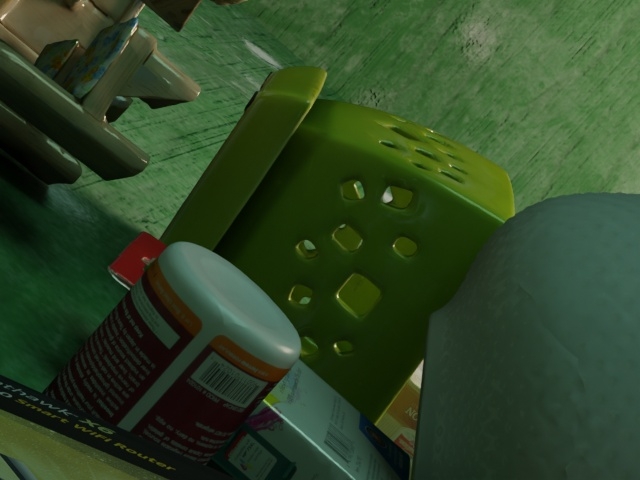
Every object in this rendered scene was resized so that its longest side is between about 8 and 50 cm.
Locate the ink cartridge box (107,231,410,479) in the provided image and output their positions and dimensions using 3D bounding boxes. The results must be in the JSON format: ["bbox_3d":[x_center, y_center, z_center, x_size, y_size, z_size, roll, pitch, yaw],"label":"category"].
[{"bbox_3d":[-0.054,0.105,1.103,0.231,0.078,0.134,41,10,-4],"label":"ink cartridge box"}]

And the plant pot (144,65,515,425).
[{"bbox_3d":[0.000,0.000,1.349,0.207,0.227,0.228,34,12,-4],"label":"plant pot"}]

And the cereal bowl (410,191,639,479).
[{"bbox_3d":[0.131,0.131,1.148,0.141,0.339,0.339,7,11,3],"label":"cereal bowl"}]

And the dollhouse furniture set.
[{"bbox_3d":[-0.196,-0.257,1.344,0.256,0.362,0.394,39,-17,-20],"label":"dollhouse furniture set"}]

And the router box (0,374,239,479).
[{"bbox_3d":[-0.067,0.143,0.641,0.309,0.081,0.243,22,7,11],"label":"router box"}]

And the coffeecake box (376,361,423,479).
[{"bbox_3d":[0.100,0.151,1.487,0.142,0.068,0.185,41,11,-10],"label":"coffeecake box"}]

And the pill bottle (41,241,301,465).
[{"bbox_3d":[-0.087,0.081,0.881,0.086,0.152,0.086,40,11,-9],"label":"pill bottle"}]
